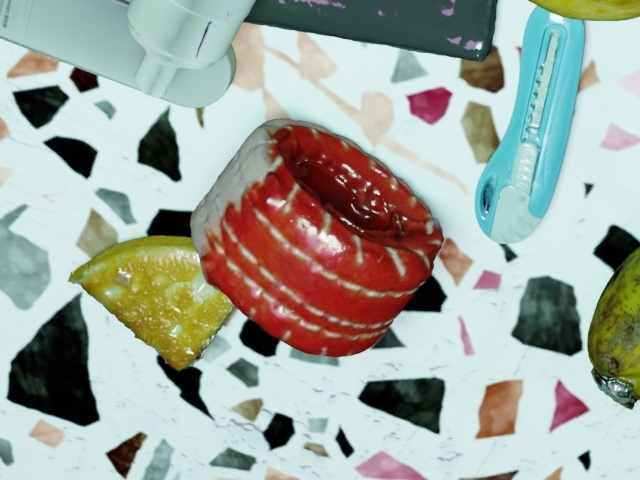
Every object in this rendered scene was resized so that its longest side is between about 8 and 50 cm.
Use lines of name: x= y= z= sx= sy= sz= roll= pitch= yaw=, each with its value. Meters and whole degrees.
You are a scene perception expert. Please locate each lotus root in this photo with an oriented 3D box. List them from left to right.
lotus root: x=0.295 y=0.054 z=1.490 sx=0.120 sy=0.120 sz=0.209 roll=33 pitch=120 yaw=-6

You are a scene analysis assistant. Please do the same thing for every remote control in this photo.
remote control: x=-0.188 y=-0.178 z=1.530 sx=0.245 sy=0.022 sz=0.077 roll=21 pitch=119 yaw=2

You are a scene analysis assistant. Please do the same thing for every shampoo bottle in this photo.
shampoo bottle: x=-0.073 y=-0.238 z=1.396 sx=0.092 sy=0.092 sz=0.303 roll=29 pitch=119 yaw=-3

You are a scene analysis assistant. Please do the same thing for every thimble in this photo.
thimble: x=-0.006 y=-0.001 z=1.501 sx=0.189 sy=0.163 sz=0.125 roll=32 pitch=119 yaw=-6

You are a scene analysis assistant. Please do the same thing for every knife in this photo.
knife: x=0.171 y=-0.092 z=1.483 sx=0.064 sy=0.031 sz=0.222 roll=16 pitch=121 yaw=9

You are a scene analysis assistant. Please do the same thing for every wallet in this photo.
wallet: x=0.004 y=-0.229 z=1.450 sx=0.285 sy=0.030 sz=0.146 roll=10 pitch=121 yaw=9

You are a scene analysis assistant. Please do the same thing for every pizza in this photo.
pizza: x=-0.129 y=0.053 z=1.633 sx=0.178 sy=0.041 sz=0.131 roll=-13 pitch=112 yaw=20

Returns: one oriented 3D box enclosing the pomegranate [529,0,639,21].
pomegranate: x=0.207 y=-0.274 z=1.249 sx=0.260 sy=0.260 sz=0.260 roll=6 pitch=120 yaw=11
